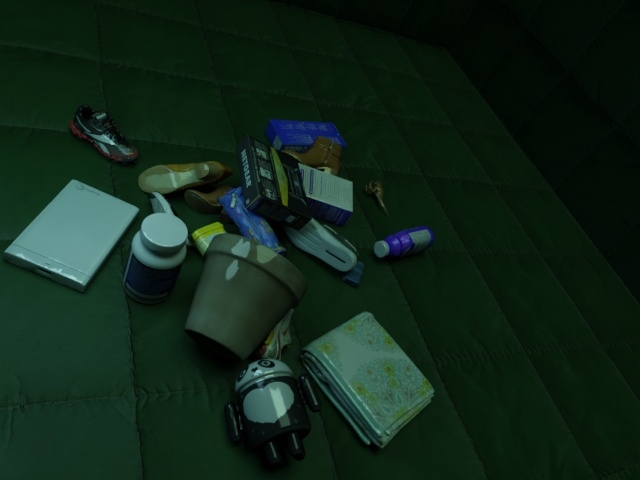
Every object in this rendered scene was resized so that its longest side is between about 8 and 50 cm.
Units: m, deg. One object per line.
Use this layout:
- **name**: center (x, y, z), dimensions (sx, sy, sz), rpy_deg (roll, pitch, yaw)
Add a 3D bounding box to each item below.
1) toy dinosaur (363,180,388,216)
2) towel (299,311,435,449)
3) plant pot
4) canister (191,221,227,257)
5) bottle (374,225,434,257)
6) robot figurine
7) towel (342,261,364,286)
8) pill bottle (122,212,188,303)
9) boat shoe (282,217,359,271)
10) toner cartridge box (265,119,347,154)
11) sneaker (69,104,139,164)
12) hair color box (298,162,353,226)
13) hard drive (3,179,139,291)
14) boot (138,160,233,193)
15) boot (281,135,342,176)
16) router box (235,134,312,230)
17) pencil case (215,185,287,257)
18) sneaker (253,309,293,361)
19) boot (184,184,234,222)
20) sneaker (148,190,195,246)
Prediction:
- **toy dinosaur**: center (0.258, -0.215, 2.351), dimensions (0.112, 0.064, 0.211), rpy_deg (17, 44, -18)
- **towel**: center (0.155, 0.428, 1.659), dimensions (0.320, 0.090, 0.374), rpy_deg (-20, 62, -45)
- **plant pot**: center (-0.241, 0.182, 1.512), dimensions (0.323, 0.323, 0.280), rpy_deg (30, 66, -3)
- **canister**: center (-0.338, 0.032, 1.752), dimensions (0.126, 0.073, 0.170), rpy_deg (-27, 68, -43)
- **bottle**: center (0.340, 0.013, 2.139), dimensions (0.283, 0.118, 0.092), rpy_deg (-12, 57, -39)
- **robot figurine**: center (-0.128, 0.453, 1.396), dimensions (0.209, 0.173, 0.278), rpy_deg (5, 48, -37)
- **towel**: center (0.126, 0.121, 1.975), dimensions (0.067, 0.029, 0.119), rpy_deg (27, 41, -5)
- **pill bottle**: center (-0.473, 0.052, 1.507), dimensions (0.153, 0.265, 0.153), rpy_deg (16, 44, -17)
- **boat shoe**: center (0.000, 0.000, 1.971), dimensions (0.335, 0.121, 0.119), rpy_deg (39, 20, 10)
- **toner cartridge box**: center (-0.063, -0.464, 2.390), dimensions (0.348, 0.075, 0.165), rpy_deg (-5, 55, -34)
- **sneaker**: center (-0.760, -0.380, 1.851), dimensions (0.276, 0.135, 0.097), rpy_deg (34, 40, 1)
- **hair color box**: center (-0.040, -0.198, 2.124), dimensions (0.339, 0.110, 0.185), rpy_deg (19, 45, -17)
- **hard drive**: center (-0.738, -0.025, 1.589), dimensions (0.233, 0.047, 0.353), rpy_deg (25, 42, -8)
- **boot**: center (-0.478, -0.222, 1.888), dimensions (0.211, 0.295, 0.104), rpy_deg (-12, 93, -77)
- **boot**: center (-0.033, -0.373, 2.249), dimensions (0.283, 0.109, 0.220), rpy_deg (24, 62, -16)
- **router box**: center (-0.169, -0.207, 1.873), dimensions (0.243, 0.081, 0.309), rpy_deg (23, 40, -39)
- **pencil case**: center (-0.237, -0.050, 1.808), dimensions (0.119, 0.133, 0.306), rpy_deg (-32, 80, -2)
- **sneaker**: center (-0.134, 0.293, 1.630), dimensions (0.093, 0.088, 0.225), rpy_deg (46, 39, -16)
- **boot**: center (-0.389, -0.160, 1.910), dimensions (0.197, 0.073, 0.152), rpy_deg (31, 41, -19)
- **sneaker**: center (-0.518, -0.063, 1.720), dimensions (0.108, 0.100, 0.271), rpy_deg (-34, 55, -8)
